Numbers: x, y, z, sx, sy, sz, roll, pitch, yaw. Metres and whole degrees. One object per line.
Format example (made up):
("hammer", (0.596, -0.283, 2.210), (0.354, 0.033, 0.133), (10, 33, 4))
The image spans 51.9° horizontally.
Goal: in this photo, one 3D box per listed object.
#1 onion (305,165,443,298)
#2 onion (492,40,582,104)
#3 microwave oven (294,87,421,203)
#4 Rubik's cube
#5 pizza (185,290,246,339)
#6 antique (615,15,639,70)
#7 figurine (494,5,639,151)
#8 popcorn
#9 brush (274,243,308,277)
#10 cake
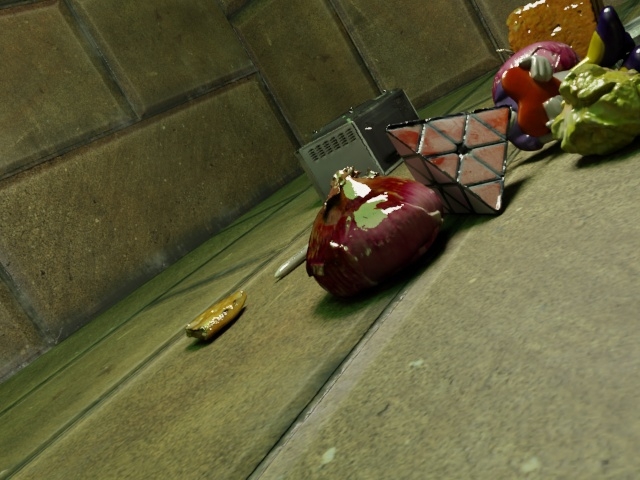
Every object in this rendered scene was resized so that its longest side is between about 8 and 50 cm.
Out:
("onion", (0.063, -0.028, 0.962), (0.230, 0.163, 0.230), (-27, 18, 9))
("onion", (0.417, -0.296, 1.257), (0.177, 0.177, 0.153), (-26, 32, 25))
("microwave oven", (0.133, -0.311, 2.061), (0.286, 0.218, 0.355), (-24, 12, 42))
("Rubik's cube", (0.182, -0.108, 1.043), (0.178, 0.191, 0.211), (104, -174, -57))
("pizza", (-0.193, 0.146, 1.226), (0.099, 0.035, 0.160), (-25, 10, 29))
("antique", (0.631, -0.386, 1.305), (0.086, 0.088, 0.183), (-28, 9, 22))
("figurine", (0.349, -0.222, 1.122), (0.421, 0.154, 0.193), (-26, -10, 7))
("popcorn", (0.389, -0.179, 0.904), (0.126, 0.126, 0.145), (-5, -5, 4))
("brush", (0.000, 0.000, 1.424), (0.299, 0.039, 0.042), (-41, 10, -34))
("cake", (0.596, -0.496, 1.595), (0.199, 0.196, 0.293), (-17, 8, 35))
